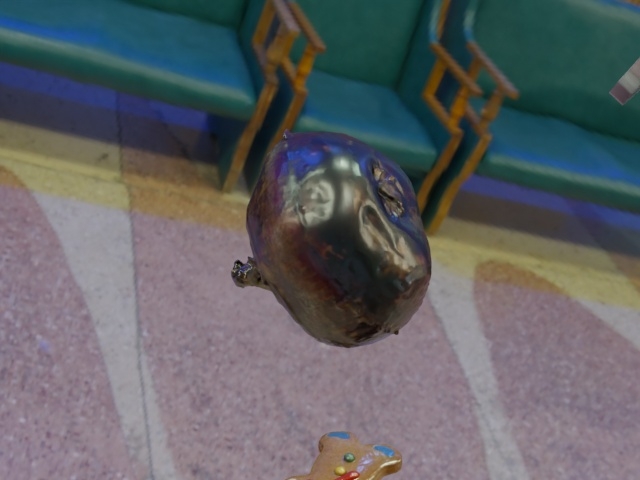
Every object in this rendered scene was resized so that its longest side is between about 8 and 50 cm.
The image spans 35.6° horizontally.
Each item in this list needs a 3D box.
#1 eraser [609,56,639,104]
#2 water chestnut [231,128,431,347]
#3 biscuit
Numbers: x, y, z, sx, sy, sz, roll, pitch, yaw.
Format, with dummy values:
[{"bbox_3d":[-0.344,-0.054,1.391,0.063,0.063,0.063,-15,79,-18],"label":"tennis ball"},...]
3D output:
[{"bbox_3d":[0.401,-0.213,1.223,0.026,0.105,0.065,45,66,8],"label":"eraser"},{"bbox_3d":[0.000,0.000,1.529,0.350,0.302,0.350,51,22,-30],"label":"water chestnut"},{"bbox_3d":[0.026,0.471,1.864,0.206,0.049,0.324,12,35,28],"label":"biscuit"}]
